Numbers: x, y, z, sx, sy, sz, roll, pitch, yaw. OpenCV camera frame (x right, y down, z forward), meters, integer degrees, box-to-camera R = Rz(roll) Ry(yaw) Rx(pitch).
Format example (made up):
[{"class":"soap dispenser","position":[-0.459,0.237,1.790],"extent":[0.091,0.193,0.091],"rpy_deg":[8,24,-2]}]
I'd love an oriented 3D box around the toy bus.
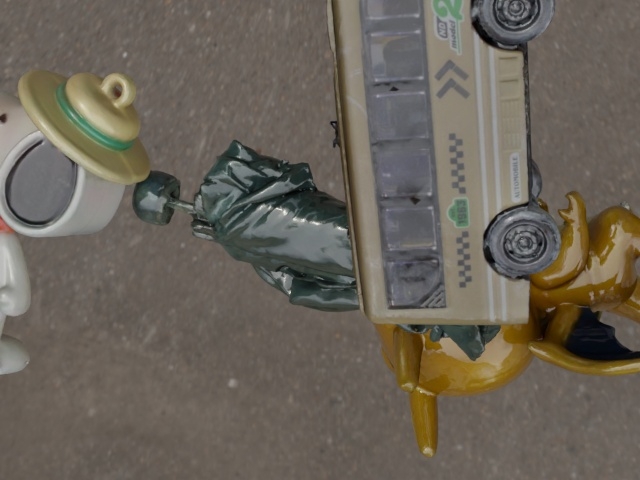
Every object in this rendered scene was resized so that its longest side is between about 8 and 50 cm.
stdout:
[{"class":"toy bus","position":[0.082,-0.089,0.793],"extent":[0.157,0.139,0.289],"rpy_deg":[-4,114,6]}]

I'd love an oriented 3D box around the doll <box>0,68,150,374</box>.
[{"class":"doll","position":[-0.250,-0.013,0.987],"extent":[0.208,0.144,0.271],"rpy_deg":[4,95,24]}]

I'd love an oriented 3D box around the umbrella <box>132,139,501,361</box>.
[{"class":"umbrella","position":[0.001,-0.003,0.996],"extent":[0.348,0.094,0.143],"rpy_deg":[14,104,12]}]

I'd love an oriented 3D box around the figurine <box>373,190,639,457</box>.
[{"class":"figurine","position":[0.255,0.074,1.376],"extent":[0.387,0.401,0.268],"rpy_deg":[-19,101,-3]}]
